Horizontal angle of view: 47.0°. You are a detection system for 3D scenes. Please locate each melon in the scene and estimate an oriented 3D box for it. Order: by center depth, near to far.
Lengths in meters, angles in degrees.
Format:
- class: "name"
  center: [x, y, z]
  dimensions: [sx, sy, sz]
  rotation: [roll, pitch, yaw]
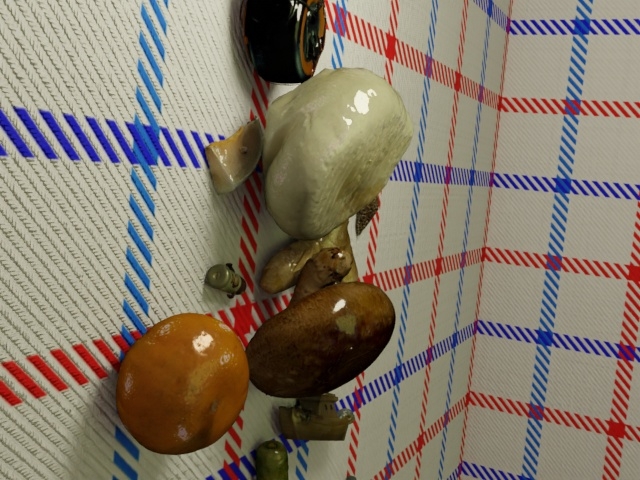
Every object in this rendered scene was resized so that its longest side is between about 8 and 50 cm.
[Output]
- class: "melon"
  center: [-0.149, -0.165, 1.391]
  dimensions: [0.182, 0.054, 0.098]
  rotation: [-46, 121, -51]

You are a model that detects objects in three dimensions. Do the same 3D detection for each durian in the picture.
- class: "durian"
  center: [0.119, -0.075, 1.975]
  dimensions: [0.130, 0.052, 0.066]
  rotation: [-68, -171, -20]

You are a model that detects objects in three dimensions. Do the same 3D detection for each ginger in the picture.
- class: "ginger"
  center: [0.019, 0.009, 1.688]
  dimensions: [0.363, 0.122, 0.348]
  rotation: [38, 71, -49]

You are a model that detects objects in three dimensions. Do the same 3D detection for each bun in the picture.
- class: "bun"
  center: [0.006, -0.179, 1.431]
  dimensions: [0.365, 0.219, 0.365]
  rotation: [-44, 158, -23]

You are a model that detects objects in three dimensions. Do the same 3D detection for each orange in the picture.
- class: "orange"
  center: [-0.223, 0.230, 1.191]
  dimensions: [0.240, 0.171, 0.240]
  rotation: [-34, 132, -49]

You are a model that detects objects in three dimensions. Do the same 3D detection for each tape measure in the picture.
- class: "tape measure"
  center: [-0.059, -0.406, 1.391]
  dimensions: [0.202, 0.135, 0.223]
  rotation: [-62, 154, -52]

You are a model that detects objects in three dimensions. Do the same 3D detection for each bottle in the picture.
- class: "bottle"
  center: [-0.172, 0.076, 1.395]
  dimensions: [0.063, 0.047, 0.101]
  rotation: [-68, 154, -8]

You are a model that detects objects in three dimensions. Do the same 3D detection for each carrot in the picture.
- class: "carrot"
  center: [-0.105, 0.610, 1.659]
  dimensions: [0.074, 0.074, 0.359]
  rotation: [-37, 131, -56]

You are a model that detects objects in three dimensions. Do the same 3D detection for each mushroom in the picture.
- class: "mushroom"
  center: [0.000, 0.204, 1.517]
  dimensions: [0.239, 0.345, 0.345]
  rotation: [-114, -177, -46]

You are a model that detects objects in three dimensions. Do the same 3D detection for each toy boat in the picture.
- class: "toy boat"
  center: [-0.011, 0.424, 1.777]
  dimensions: [0.321, 0.089, 0.122]
  rotation: [31, 63, -60]

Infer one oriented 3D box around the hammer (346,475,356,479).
- class: "hammer"
  center: [0.033, 0.777, 2.027]
  dimensions: [0.287, 0.033, 0.111]
  rotation: [-35, 127, -56]
